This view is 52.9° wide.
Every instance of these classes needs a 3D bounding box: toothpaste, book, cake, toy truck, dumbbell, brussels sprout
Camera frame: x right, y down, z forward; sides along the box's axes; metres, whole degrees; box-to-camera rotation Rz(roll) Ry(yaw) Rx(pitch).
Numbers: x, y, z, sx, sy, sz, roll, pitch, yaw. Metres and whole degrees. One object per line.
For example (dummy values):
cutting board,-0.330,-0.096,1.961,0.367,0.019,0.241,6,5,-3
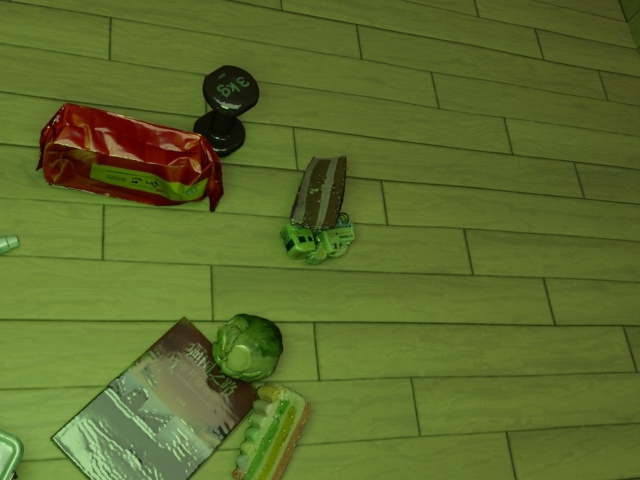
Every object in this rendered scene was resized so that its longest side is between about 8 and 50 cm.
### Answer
toothpaste,-0.753,0.031,1.358,0.218,0.033,0.052,-19,73,-26
book,-0.334,0.375,1.368,0.262,0.028,0.374,44,58,3
cake,0.001,-0.104,1.634,0.115,0.113,0.295,7,36,8
toy truck,0.000,0.000,1.649,0.191,0.085,0.116,-7,72,-27
cake,-0.102,0.423,1.394,0.109,0.090,0.226,33,59,-27
dumbbell,-0.240,-0.320,1.618,0.124,0.225,0.140,46,61,7
brussels sprout,-0.154,0.238,1.430,0.145,0.131,0.183,34,14,-23

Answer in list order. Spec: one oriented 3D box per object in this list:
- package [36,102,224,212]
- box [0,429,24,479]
package,-0.430,-0.181,1.495,0.423,0.196,0.123,11,61,-19
box,-0.688,0.402,1.128,0.293,0.167,0.193,26,58,-9
